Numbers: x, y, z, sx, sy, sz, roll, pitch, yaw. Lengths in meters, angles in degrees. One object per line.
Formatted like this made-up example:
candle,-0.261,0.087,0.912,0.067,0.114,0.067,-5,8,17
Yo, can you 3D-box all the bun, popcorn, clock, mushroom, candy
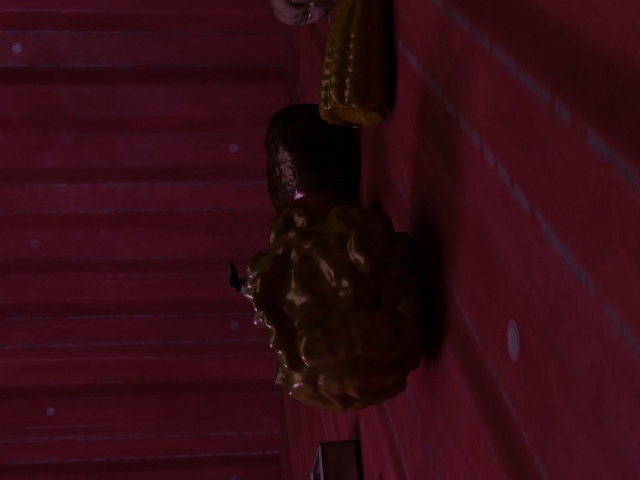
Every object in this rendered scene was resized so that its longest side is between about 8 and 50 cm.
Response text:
bun,-0.015,-0.474,1.765,0.229,0.145,0.229,-58,-5,-8
popcorn,0.013,0.076,1.167,0.249,0.225,0.249,173,90,-83
clock,0.028,0.446,1.776,0.192,0.071,0.147,101,167,-61
mushroom,-0.018,-0.121,1.762,0.253,0.153,0.253,-4,-90,-86
candy,0.050,-0.259,1.383,0.106,0.094,0.198,94,180,-84

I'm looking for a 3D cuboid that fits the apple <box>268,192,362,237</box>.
apple,0.003,0.028,1.514,0.201,0.162,0.201,180,90,-82
